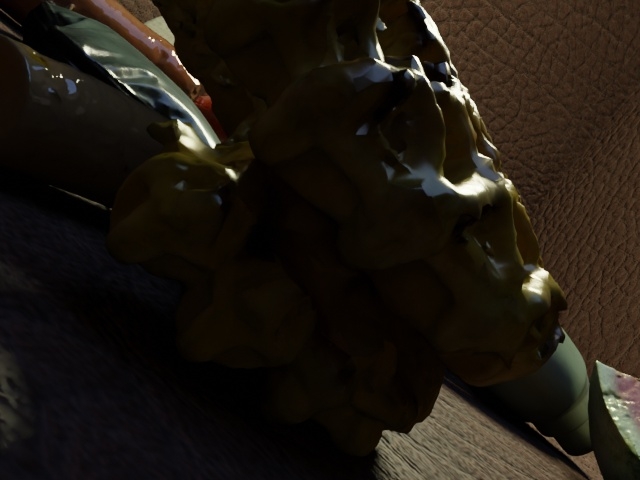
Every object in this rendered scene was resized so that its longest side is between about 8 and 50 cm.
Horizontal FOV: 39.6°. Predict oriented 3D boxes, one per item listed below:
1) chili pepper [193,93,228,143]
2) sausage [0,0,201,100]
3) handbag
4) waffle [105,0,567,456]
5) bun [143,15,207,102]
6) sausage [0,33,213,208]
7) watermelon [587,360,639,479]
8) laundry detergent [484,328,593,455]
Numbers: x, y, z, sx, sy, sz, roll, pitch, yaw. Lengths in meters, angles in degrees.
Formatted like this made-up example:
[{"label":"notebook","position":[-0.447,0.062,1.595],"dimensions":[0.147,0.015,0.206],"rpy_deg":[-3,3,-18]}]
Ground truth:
[{"label":"chili pepper","position":[-0.076,-0.124,1.070],"dimensions":[0.192,0.084,0.086],"rpy_deg":[16,36,-8]},{"label":"sausage","position":[-0.305,-0.270,0.933],"dimensions":[0.419,0.094,0.094],"rpy_deg":[38,35,-23]},{"label":"handbag","position":[-0.167,-0.124,0.767],"dimensions":[0.191,0.075,0.332],"rpy_deg":[41,0,-27]},{"label":"waffle","position":[0.011,-0.050,0.469],"dimensions":[0.261,0.151,0.324],"rpy_deg":[51,21,-31]},{"label":"bun","position":[-0.150,-0.221,1.321],"dimensions":[0.263,0.175,0.263],"rpy_deg":[7,29,-4]},{"label":"sausage","position":[-0.085,-0.030,0.513],"dimensions":[0.066,0.066,0.301],"rpy_deg":[42,5,27]},{"label":"watermelon","position":[0.397,0.258,0.964],"dimensions":[0.260,0.176,0.256],"rpy_deg":[18,-8,11]},{"label":"laundry detergent","position":[0.206,0.096,1.045],"dimensions":[0.398,0.124,0.264],"rpy_deg":[52,11,-8]}]
